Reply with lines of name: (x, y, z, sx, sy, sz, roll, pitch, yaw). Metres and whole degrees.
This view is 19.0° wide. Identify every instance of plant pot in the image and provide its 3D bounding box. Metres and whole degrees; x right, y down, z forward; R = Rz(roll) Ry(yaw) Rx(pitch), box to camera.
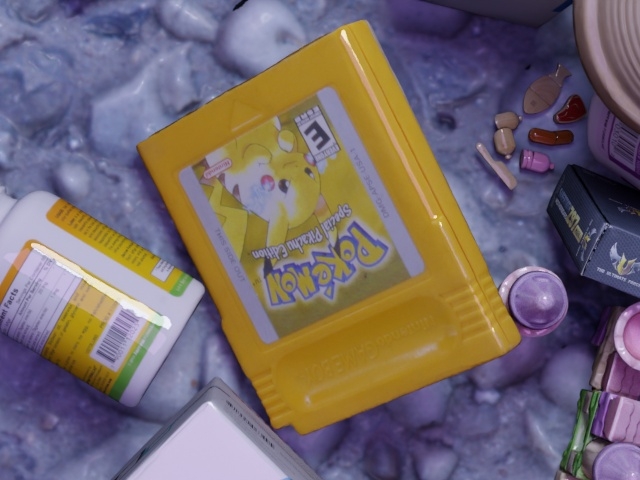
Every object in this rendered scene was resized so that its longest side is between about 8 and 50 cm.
plant pot: (0.335, -0.191, 1.563, 0.237, 0.110, 0.237, 0, 92, -12)

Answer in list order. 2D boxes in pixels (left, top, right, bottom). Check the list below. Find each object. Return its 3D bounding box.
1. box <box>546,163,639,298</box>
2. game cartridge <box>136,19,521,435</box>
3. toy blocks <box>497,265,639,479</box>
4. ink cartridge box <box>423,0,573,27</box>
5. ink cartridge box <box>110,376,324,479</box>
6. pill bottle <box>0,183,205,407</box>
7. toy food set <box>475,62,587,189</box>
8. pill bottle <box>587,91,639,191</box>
box: (0.336, 0.018, 1.768, 0.233, 0.183, 0.059, 21, 108, -10)
game cartridge: (0.000, 0.000, 1.757, 0.285, 0.053, 0.323, -27, 88, 37)
toy blocks: (0.281, 0.189, 1.744, 0.309, 0.260, 0.288, 16, 88, -2)
ink cartridge box: (0.191, -0.415, 1.733, 0.166, 0.285, 0.395, 13, 89, -3)
ink cartridge box: (-0.095, 0.266, 1.723, 0.198, 0.270, 0.197, 45, 89, -1)
pill bottle: (-0.244, 0.038, 1.785, 0.246, 0.136, 0.136, 31, 88, -2)
toy food set: (0.211, -0.107, 1.866, 0.122, 0.019, 0.078, -40, 91, -10)
pill bottle: (0.399, -0.070, 1.719, 0.169, 0.169, 0.301, -50, 54, -2)
